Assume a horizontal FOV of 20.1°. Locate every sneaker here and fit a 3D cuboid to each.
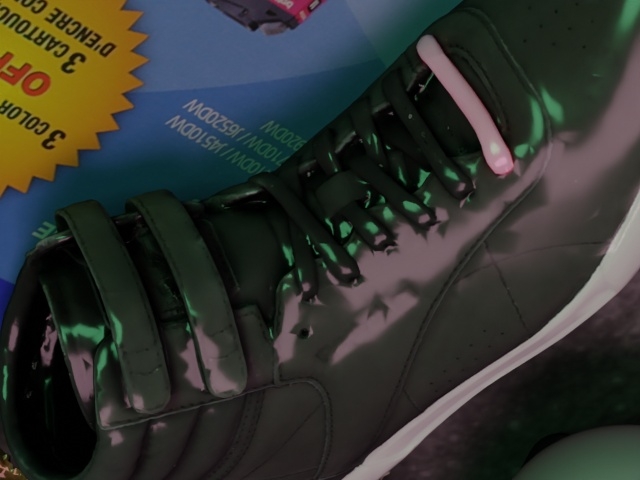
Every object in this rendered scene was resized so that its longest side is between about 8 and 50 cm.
[{"bbox_3d":[0.000,0.001,0.579,0.147,0.104,0.296,3,138,-42],"label":"sneaker"}]

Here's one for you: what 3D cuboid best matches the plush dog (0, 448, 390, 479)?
[{"bbox_3d":[-0.039,0.094,0.845,0.210,0.262,0.225,43,107,11],"label":"plush dog"}]

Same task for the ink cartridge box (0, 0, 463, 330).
[{"bbox_3d":[-0.080,-0.091,0.641,0.395,0.151,0.270,-40,138,19],"label":"ink cartridge box"}]

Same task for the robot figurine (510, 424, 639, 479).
[{"bbox_3d":[0.141,0.222,0.912,0.209,0.173,0.278,34,125,21],"label":"robot figurine"}]
